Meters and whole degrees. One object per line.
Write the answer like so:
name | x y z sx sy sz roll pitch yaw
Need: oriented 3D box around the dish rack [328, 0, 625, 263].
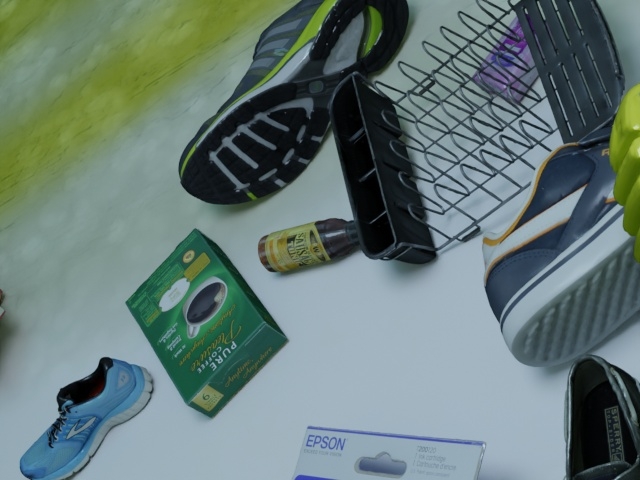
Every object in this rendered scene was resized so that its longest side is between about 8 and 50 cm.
dish rack | 0.137 -0.118 1.155 0.271 0.074 0.208 -37 49 31

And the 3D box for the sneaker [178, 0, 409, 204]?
sneaker | -0.038 -0.160 1.366 0.300 0.111 0.121 -46 31 -4

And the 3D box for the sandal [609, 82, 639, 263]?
sandal | 0.298 0.029 0.851 0.138 0.126 0.317 -28 87 3

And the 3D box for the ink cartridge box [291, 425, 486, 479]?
ink cartridge box | 0.036 0.252 1.008 0.206 0.045 0.208 -3 61 48

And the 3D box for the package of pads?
package of pads | 0.186 -0.171 1.220 0.083 0.032 0.050 -53 44 -4

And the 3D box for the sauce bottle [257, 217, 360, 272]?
sauce bottle | 0.000 0.000 1.244 0.128 0.042 0.042 -17 51 34

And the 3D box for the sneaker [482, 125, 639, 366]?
sneaker | 0.256 -0.042 0.994 0.321 0.126 0.127 -35 46 15

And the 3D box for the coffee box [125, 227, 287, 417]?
coffee box | -0.117 0.079 1.287 0.113 0.040 0.184 -47 41 3

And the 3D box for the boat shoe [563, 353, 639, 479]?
boat shoe | 0.205 0.183 0.912 0.078 0.070 0.219 -24 47 26

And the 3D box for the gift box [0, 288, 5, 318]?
gift box | -0.522 0.100 1.453 0.255 0.258 0.276 -51 34 -2

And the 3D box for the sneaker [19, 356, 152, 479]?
sneaker | -0.249 0.174 1.306 0.162 0.073 0.063 -45 42 4
